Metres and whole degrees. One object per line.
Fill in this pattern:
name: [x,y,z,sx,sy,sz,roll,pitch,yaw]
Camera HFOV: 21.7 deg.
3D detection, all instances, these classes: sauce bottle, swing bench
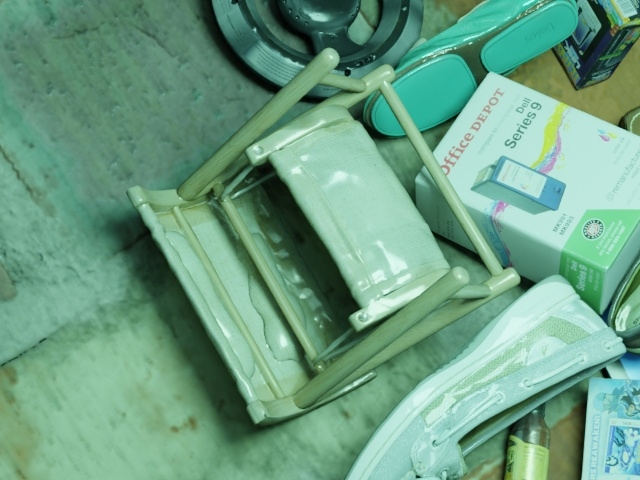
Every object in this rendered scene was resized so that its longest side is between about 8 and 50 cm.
sauce bottle: [0.197,0.202,1.589,0.042,0.042,0.128,11,65,-5]
swing bench: [0.000,0.000,1.555,0.255,0.165,0.253,-35,75,20]

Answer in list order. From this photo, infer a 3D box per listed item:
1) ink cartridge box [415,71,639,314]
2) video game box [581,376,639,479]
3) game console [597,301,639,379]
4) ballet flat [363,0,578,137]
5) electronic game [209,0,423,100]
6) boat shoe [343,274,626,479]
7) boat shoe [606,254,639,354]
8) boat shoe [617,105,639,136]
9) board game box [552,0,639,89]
ink cartridge box: [0.219,-0.049,1.637,0.212,0.093,0.154,27,65,22]
video game box: [0.337,0.231,1.553,0.187,0.048,0.205,1,68,19]
game console: [0.425,0.100,1.602,0.173,0.250,0.293,-11,69,-41]
ballet flat: [0.146,-0.189,1.712,0.247,0.083,0.087,-31,35,-1]
electronic game: [-0.003,-0.252,1.732,0.229,0.048,0.229,5,71,-15]
boat shoe: [0.140,0.167,1.539,0.320,0.118,0.103,-41,73,-16]
boat shoe: [0.352,0.014,1.588,0.080,0.073,0.223,40,98,21]
boat shoe: [0.469,-0.115,1.715,0.324,0.120,0.122,-2,69,-10]
board game box: [0.266,-0.264,1.730,0.048,0.141,0.170,-22,74,-19]
